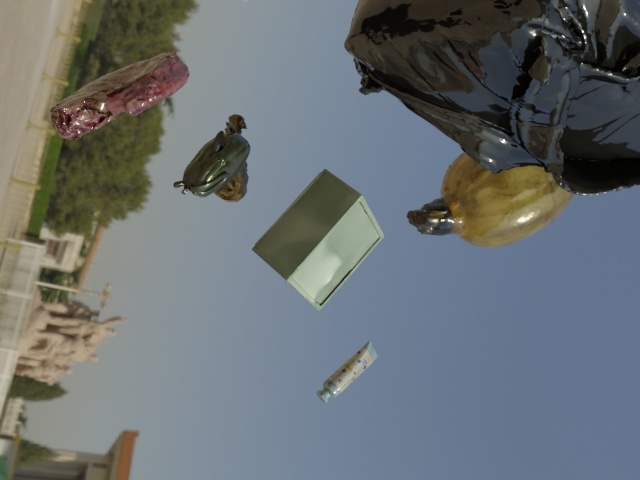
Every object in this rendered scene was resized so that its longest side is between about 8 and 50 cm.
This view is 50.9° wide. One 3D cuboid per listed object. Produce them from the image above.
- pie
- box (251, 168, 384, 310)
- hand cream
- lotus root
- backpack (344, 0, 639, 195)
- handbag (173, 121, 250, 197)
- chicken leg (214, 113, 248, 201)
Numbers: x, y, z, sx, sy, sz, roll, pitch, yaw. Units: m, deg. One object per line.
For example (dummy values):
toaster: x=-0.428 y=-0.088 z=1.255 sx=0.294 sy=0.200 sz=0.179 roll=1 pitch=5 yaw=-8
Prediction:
pie: x=-0.295 y=-0.217 z=0.993 sx=0.218 sy=0.054 sz=0.204 roll=-20 pitch=-154 yaw=14
box: x=0.000 y=0.000 z=1.423 sx=0.117 sy=0.225 sz=0.225 roll=39 pitch=-96 yaw=26
hand cream: x=0.063 y=0.300 z=1.523 sx=0.170 sy=0.065 sz=0.043 roll=-38 pitch=-138 yaw=-18
lotus root: x=0.290 y=-0.077 z=1.135 sx=0.183 sy=0.309 sz=0.183 roll=54 pitch=-20 yaw=30
backpack: x=0.266 y=-0.209 z=0.821 sx=0.363 sy=0.445 sz=0.255 roll=11 pitch=-100 yaw=58
handbag: x=-0.122 y=-0.088 z=0.779 sx=0.111 sy=0.047 sz=0.072 roll=-54 pitch=177 yaw=-39
chicken leg: x=-0.198 y=-0.186 z=1.473 sx=0.085 sy=0.101 sz=0.208 roll=-4 pitch=-109 yaw=20
